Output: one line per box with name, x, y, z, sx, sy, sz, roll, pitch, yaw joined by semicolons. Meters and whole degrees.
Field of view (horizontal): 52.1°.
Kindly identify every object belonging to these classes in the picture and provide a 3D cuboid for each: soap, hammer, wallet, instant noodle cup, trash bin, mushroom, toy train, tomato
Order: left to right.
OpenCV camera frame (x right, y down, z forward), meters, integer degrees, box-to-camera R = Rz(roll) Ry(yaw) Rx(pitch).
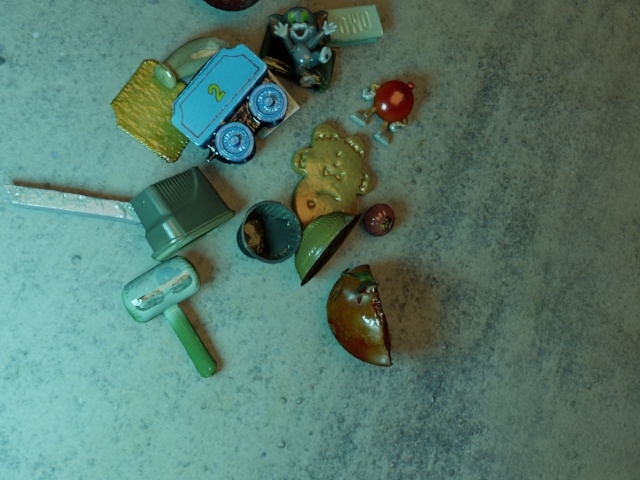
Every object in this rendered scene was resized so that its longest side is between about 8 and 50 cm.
hammer;-0.370;0.220;1.750;0.206;0.119;0.335;-30;104;-11
mushroom;-0.363;-0.516;1.872;0.247;0.096;0.108;-33;85;-28
toy train;-0.249;-0.361;1.803;0.265;0.188;0.300;41;90;-5
trash bin;-0.161;-0.017;1.848;0.175;0.161;0.175;2;84;-23
wallet;-0.070;-0.570;2.034;0.236;0.055;0.160;20;68;-19
instant noodle cup;0.000;0.000;1.874;0.090;0.274;0.274;40;68;8
soap;0.096;-0.693;2.116;0.198;0.063;0.115;-17;90;-24
tomato;0.105;0.230;1.912;0.170;0.309;0.309;-10;86;6

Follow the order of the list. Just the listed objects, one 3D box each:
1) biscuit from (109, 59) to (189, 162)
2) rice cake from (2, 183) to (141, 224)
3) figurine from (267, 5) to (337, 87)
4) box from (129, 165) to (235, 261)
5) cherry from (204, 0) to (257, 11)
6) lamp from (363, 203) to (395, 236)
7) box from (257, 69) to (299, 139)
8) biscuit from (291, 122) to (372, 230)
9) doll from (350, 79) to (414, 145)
biscuit;-0.455;-0.368;1.857;0.237;0.013;0.232;36;70;-14
rice cake;-0.630;-0.091;1.706;0.365;0.072;0.056;8;82;-22
figurine;-0.037;-0.586;1.950;0.193;0.140;0.265;-16;87;0
box;-0.374;-0.075;1.740;0.178;0.138;0.274;56;33;-2
cherry;-0.255;-0.784;1.896;0.230;0.203;0.300;28;58;25
lamp;0.183;-0.064;2.043;0.107;0.092;0.107;-19;124;-31
box;-0.180;-0.421;1.949;0.139;0.073;0.194;-45;100;-21
biscuit;0.030;-0.181;2.018;0.275;0.052;0.355;22;73;-19
doll;0.217;-0.438;2.123;0.183;0.085;0.217;37;87;-12
